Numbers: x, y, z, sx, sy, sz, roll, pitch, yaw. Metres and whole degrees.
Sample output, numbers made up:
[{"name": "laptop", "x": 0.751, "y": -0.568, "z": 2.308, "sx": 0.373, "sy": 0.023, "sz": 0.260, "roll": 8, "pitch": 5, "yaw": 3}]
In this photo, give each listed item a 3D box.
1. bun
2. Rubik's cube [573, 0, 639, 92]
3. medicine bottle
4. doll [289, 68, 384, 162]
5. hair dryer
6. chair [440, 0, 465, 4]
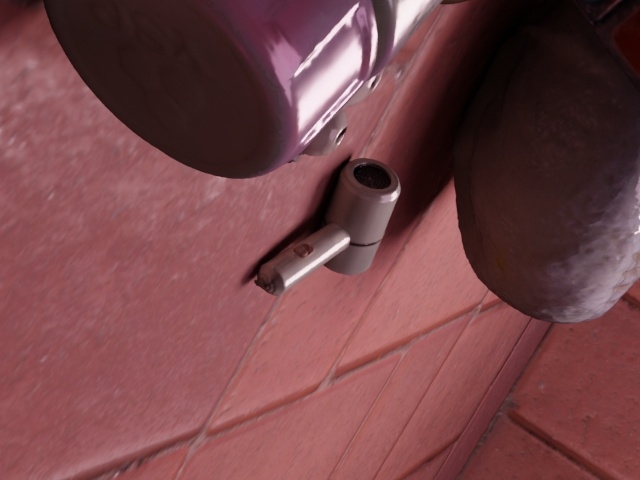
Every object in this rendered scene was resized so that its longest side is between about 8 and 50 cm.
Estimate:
[{"name": "bun", "x": 0.250, "y": -0.104, "z": 1.446, "sx": 0.362, "sy": 0.211, "sz": 0.362, "roll": -49, "pitch": 163, "yaw": -20}, {"name": "Rubik's cube", "x": 0.415, "y": -0.243, "z": 1.170, "sx": 0.362, "sy": 0.359, "sz": 0.363, "roll": -34, "pitch": 173, "yaw": -44}, {"name": "medicine bottle", "x": -0.015, "y": -0.123, "z": 0.657, "sx": 0.168, "sy": 0.135, "sz": 0.135, "roll": -50, "pitch": 165, "yaw": -29}, {"name": "doll", "x": -0.014, "y": -0.092, "z": 0.869, "sx": 0.091, "sy": 0.067, "sz": 0.219, "roll": -62, "pitch": 168, "yaw": 1}, {"name": "hair dryer", "x": 0.000, "y": 0.000, "z": 1.180, "sx": 0.137, "sy": 0.047, "sz": 0.082, "roll": -33, "pitch": 153, "yaw": -43}, {"name": "chair", "x": 0.156, "y": -0.249, "z": 0.949, "sx": 0.272, "sy": 0.166, "sz": 0.188, "roll": -9, "pitch": -150, "yaw": 46}]
